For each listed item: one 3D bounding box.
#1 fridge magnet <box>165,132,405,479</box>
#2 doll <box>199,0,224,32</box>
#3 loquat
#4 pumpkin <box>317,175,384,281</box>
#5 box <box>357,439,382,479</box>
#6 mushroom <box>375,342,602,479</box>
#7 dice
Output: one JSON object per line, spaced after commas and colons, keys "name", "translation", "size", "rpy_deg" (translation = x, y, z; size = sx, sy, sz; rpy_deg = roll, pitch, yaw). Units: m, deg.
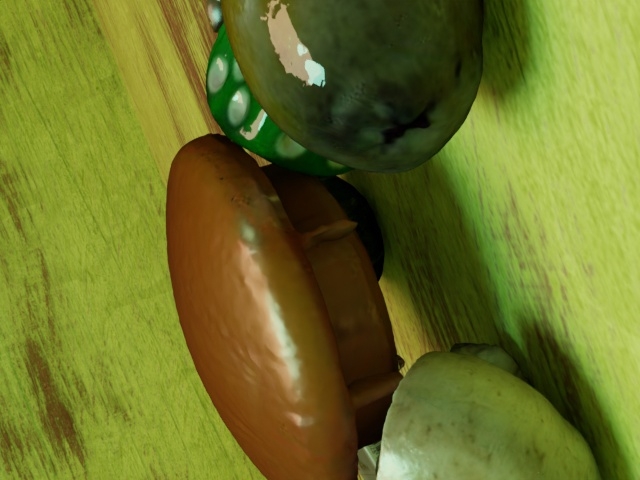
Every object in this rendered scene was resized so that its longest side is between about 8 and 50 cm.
{"name": "fridge magnet", "translation": [-0.045, 0.075, 0.856], "size": [0.363, 0.155, 0.363], "rpy_deg": [161, 90, -72]}
{"name": "doll", "translation": [-0.055, -0.228, 0.804], "size": [0.077, 0.113, 0.078], "rpy_deg": [6, 120, 30]}
{"name": "loquat", "translation": [0.022, -0.154, 0.617], "size": [0.179, 0.179, 0.227], "rpy_deg": [158, 98, -76]}
{"name": "pumpkin", "translation": [-0.002, 0.002, 1.040], "size": [0.167, 0.125, 0.167], "rpy_deg": [165, 90, -70]}
{"name": "box", "translation": [0.075, 0.279, 1.264], "size": [0.201, 0.058, 0.141], "rpy_deg": [57, 165, 8]}
{"name": "mushroom", "translation": [0.140, 0.197, 0.759], "size": [0.189, 0.195, 0.253], "rpy_deg": [28, 146, 14]}
{"name": "dice", "translation": [-0.013, -0.137, 0.787], "size": [0.120, 0.128, 0.131], "rpy_deg": [-59, 41, 26]}
